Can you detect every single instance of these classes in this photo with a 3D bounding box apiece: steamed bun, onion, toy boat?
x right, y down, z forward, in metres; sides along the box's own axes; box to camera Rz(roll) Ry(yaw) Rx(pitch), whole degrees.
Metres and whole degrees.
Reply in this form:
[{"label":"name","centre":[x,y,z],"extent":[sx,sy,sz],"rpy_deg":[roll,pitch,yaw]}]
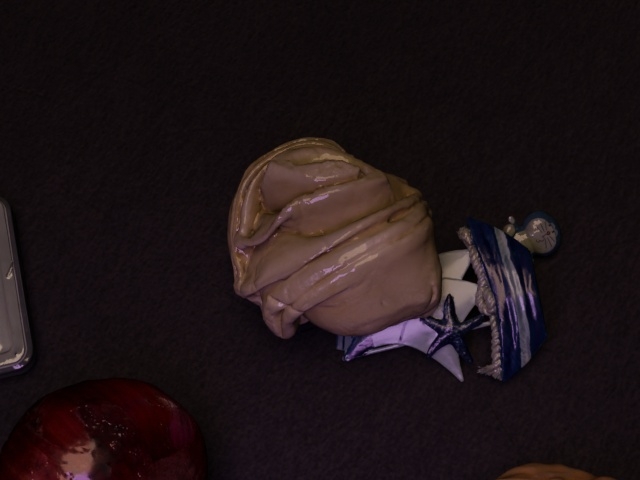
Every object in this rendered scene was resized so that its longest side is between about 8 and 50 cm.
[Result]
[{"label":"steamed bun","centre":[0.003,-0.001,1.938],"extent":[0.276,0.203,0.289],"rpy_deg":[-34,61,10]},{"label":"onion","centre":[-0.270,0.302,1.850],"extent":[0.276,0.276,0.276],"rpy_deg":[-2,69,5]},{"label":"toy boat","centre":[0.174,0.114,1.984],"extent":[0.291,0.070,0.210],"rpy_deg":[-37,77,5]}]

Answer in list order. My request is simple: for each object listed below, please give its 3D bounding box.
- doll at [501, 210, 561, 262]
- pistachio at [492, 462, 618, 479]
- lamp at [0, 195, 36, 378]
[{"label":"doll","centre":[0.287,-0.007,2.019],"extent":[0.083,0.050,0.076],"rpy_deg":[-25,103,-1]},{"label":"pistachio","centre":[0.248,0.401,1.789],"extent":[0.321,0.229,0.238],"rpy_deg":[-36,104,1]},{"label":"lamp","centre":[-0.546,0.086,2.074],"extent":[0.269,0.047,0.266],"rpy_deg":[-14,70,0]}]
